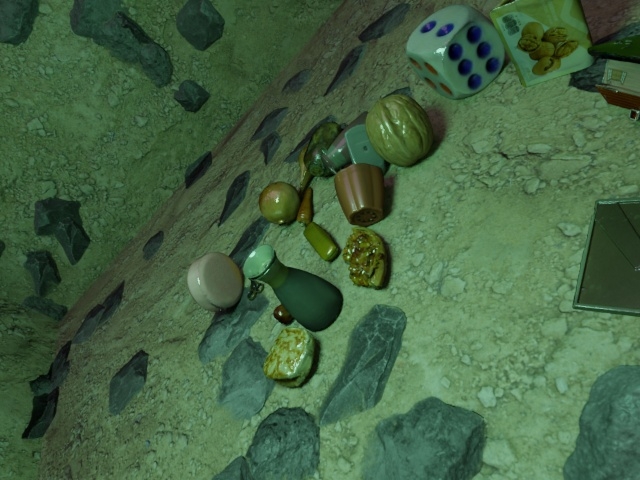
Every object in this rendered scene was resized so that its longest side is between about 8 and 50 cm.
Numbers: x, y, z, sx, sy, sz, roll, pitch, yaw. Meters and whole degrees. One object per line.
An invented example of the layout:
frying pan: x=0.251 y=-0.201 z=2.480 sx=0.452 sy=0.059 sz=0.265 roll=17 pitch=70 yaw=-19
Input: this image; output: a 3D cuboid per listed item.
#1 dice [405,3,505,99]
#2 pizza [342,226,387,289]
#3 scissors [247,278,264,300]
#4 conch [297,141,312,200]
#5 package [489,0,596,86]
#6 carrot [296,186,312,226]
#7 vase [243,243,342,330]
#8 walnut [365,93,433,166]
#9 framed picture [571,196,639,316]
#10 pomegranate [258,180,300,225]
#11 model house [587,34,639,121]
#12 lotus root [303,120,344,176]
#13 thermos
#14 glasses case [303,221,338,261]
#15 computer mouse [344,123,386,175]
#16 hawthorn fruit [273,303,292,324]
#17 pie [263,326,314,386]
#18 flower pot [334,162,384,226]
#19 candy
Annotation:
dice: x=0.492 y=-0.684 z=1.563 sx=0.243 sy=0.259 sz=0.251 roll=-46 pitch=36 yaw=8
pizza: x=0.138 y=0.050 z=1.400 sx=0.161 sy=0.086 sz=0.305 roll=-39 pitch=35 yaw=15
scissors: x=-0.291 y=0.165 z=1.806 sx=0.088 sy=0.017 sz=0.220 roll=-43 pitch=35 yaw=9
conch: x=-0.056 y=-0.323 z=1.961 sx=0.109 sy=0.093 sz=0.329 roll=-13 pitch=67 yaw=50
package: x=0.679 y=-0.661 z=1.290 sx=0.221 sy=0.311 sz=0.164 roll=-9 pitch=54 yaw=44
carrot: x=-0.056 y=-0.156 z=1.826 sx=0.061 sy=0.061 sz=0.256 roll=-23 pitch=38 yaw=31
vase: x=-0.091 y=0.145 z=1.349 sx=0.173 sy=0.321 sz=0.173 roll=-29 pitch=40 yaw=27
walnut: x=0.280 y=-0.395 z=1.522 sx=0.225 sy=0.260 sz=0.225 roll=-33 pitch=7 yaw=5
framed picture: x=0.678 y=0.026 z=0.905 sx=0.211 sy=0.020 sz=0.289 roll=1 pitch=59 yaw=47
pomegranate: x=-0.172 y=-0.158 z=1.837 sx=0.191 sy=0.191 sz=0.191 roll=-28 pitch=40 yaw=27
model house: x=0.840 y=-0.401 z=1.062 sx=0.207 sy=0.153 sz=0.294 roll=-17 pitch=36 yaw=-11
lotus root: x=0.024 y=-0.393 z=1.870 sx=0.160 sy=0.152 sz=0.274 roll=5 pitch=54 yaw=30
thermos: x=0.130 y=-0.376 z=1.736 sx=0.265 sy=0.176 sz=0.146 roll=-41 pitch=17 yaw=-3
glasses case: x=0.000 y=0.000 z=1.608 sx=0.079 sy=0.064 sz=0.234 roll=-47 pitch=35 yaw=5
computer mouse: x=0.175 y=-0.336 z=1.644 sx=0.128 sy=0.079 sz=0.230 roll=-14 pitch=86 yaw=2
hawthorn fruit: x=-0.127 y=0.257 z=1.503 sx=0.077 sy=0.077 sz=0.077 roll=-28 pitch=40 yaw=27
pie: x=-0.097 y=0.367 z=1.353 sx=0.205 sy=0.084 sz=0.178 roll=-10 pitch=49 yaw=44
flower pot: x=0.145 y=-0.151 z=1.509 sx=0.191 sy=0.191 sz=0.173 roll=-25 pitch=54 yaw=30
candy: x=-0.429 y=0.176 z=1.752 sx=0.095 sy=0.255 sz=0.255 roll=-22 pitch=44 yaw=32
